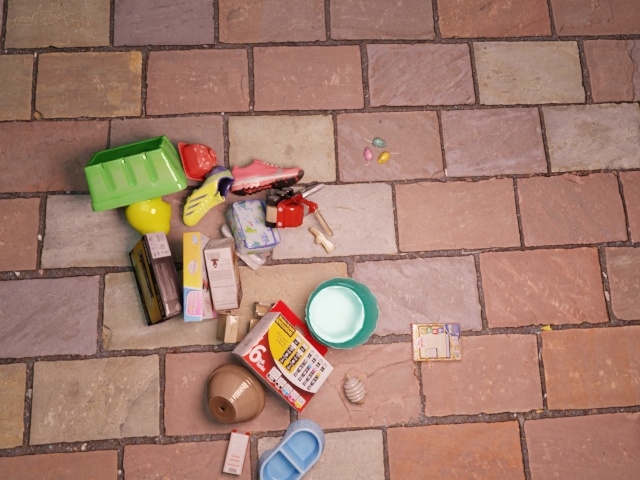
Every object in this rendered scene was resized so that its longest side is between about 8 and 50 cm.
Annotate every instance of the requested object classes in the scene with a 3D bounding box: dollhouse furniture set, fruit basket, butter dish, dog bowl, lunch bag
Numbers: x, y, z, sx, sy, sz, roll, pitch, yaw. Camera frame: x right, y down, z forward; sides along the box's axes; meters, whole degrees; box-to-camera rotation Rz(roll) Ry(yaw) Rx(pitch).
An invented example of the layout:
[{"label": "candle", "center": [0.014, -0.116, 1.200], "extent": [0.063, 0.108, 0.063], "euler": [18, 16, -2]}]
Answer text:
[{"label": "dollhouse furniture set", "center": [-0.268, 0.347, 1.617], "extent": [0.241, 0.161, 0.213], "euler": [9, 80, -23]}, {"label": "fruit basket", "center": [-0.699, -0.186, 1.641], "extent": [0.391, 0.283, 0.393], "euler": [-7, 124, -10]}, {"label": "butter dish", "center": [-0.475, -0.333, 1.673], "extent": [0.118, 0.160, 0.160], "euler": [-20, 81, 27]}, {"label": "dog bowl", "center": [-0.110, 0.822, 1.555], "extent": [0.297, 0.074, 0.166], "euler": [-44, 85, -9]}, {"label": "lunch bag", "center": [-0.264, -0.058, 1.645], "extent": [0.175, 0.090, 0.219], "euler": [-7, 68, -39]}]

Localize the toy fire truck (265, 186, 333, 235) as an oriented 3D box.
[{"label": "toy fire truck", "center": [-0.073, -0.096, 1.617], "extent": [0.246, 0.217, 0.159], "euler": [11, 112, 14]}]

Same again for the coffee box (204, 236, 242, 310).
[{"label": "coffee box", "center": [-0.369, 0.127, 1.578], "extent": [0.098, 0.141, 0.247], "euler": [-6, 108, -3]}]

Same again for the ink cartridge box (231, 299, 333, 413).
[{"label": "ink cartridge box", "center": [-0.115, 0.416, 1.517], "extent": [0.309, 0.130, 0.272], "euler": [48, 64, -15]}]

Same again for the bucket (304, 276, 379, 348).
[{"label": "bucket", "center": [0.075, 0.283, 1.587], "extent": [0.280, 0.183, 0.282], "euler": [1, 78, -4]}]

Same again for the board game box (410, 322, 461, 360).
[{"label": "board game box", "center": [0.465, 0.408, 1.658], "extent": [0.193, 0.045, 0.147], "euler": [0, 81, -2]}]

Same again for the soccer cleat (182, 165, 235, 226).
[{"label": "soccer cleat", "center": [-0.452, -0.168, 1.662], "extent": [0.121, 0.093, 0.289], "euler": [38, 96, 21]}]

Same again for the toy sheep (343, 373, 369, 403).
[{"label": "toy sheep", "center": [0.133, 0.576, 1.599], "extent": [0.091, 0.091, 0.132], "euler": [-28, 88, -6]}]

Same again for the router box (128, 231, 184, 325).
[{"label": "router box", "center": [-0.624, 0.151, 1.559], "extent": [0.080, 0.242, 0.309], "euler": [-12, 79, -40]}]

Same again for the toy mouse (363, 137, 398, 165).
[{"label": "toy mouse", "center": [0.237, -0.397, 1.786], "extent": [0.160, 0.031, 0.143], "euler": [-34, 84, -7]}]

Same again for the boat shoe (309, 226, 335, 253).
[{"label": "boat shoe", "center": [0.000, 0.000, 1.703], "extent": [0.135, 0.050, 0.045], "euler": [42, 76, 5]}]

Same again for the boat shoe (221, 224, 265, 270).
[{"label": "boat shoe", "center": [-0.328, 0.034, 1.669], "extent": [0.226, 0.083, 0.076], "euler": [43, 110, 6]}]

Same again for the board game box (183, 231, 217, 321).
[{"label": "board game box", "center": [-0.455, 0.144, 1.567], "extent": [0.064, 0.242, 0.317], "euler": [-3, 80, -2]}]

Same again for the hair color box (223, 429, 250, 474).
[{"label": "hair color box", "center": [-0.317, 0.804, 1.564], "extent": [0.071, 0.043, 0.141], "euler": [12, 79, 0]}]

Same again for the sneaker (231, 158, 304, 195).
[{"label": "sneaker", "center": [-0.226, -0.284, 1.709], "extent": [0.313, 0.116, 0.136], "euler": [-11, 80, -4]}]

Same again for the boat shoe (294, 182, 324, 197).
[{"label": "boat shoe", "center": [-0.051, -0.212, 1.738], "extent": [0.142, 0.049, 0.040], "euler": [-28, 82, -4]}]

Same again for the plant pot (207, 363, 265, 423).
[{"label": "plant pot", "center": [-0.330, 0.585, 1.509], "extent": [0.237, 0.109, 0.238], "euler": [6, 109, 18]}]
